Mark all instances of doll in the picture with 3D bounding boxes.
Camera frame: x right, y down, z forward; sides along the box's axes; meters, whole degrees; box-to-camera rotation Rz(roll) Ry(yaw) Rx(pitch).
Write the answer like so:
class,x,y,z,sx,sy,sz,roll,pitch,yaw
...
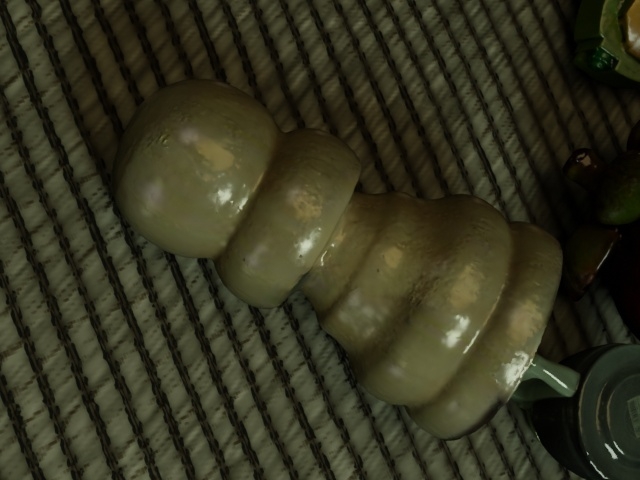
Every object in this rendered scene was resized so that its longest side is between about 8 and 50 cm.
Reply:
class,x,y,z,sx,sy,sz,roll,pitch,yaw
doll,0.241,-0.205,0.715,0.134,0.106,0.186,0,94,-16

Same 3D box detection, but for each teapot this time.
class,x,y,z,sx,sy,sz,roll,pitch,yaw
teapot,0.171,0.101,0.630,0.092,0.091,0.124,-37,98,-24

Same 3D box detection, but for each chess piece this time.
class,x,y,z,sx,sy,sz,roll,pitch,yaw
chess piece,0.000,0.000,0.569,0.261,0.143,0.142,29,70,-9

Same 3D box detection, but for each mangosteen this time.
class,x,y,z,sx,sy,sz,roll,pitch,yaw
mangosteen,0.257,-0.007,0.655,0.200,0.200,0.199,5,77,-20
